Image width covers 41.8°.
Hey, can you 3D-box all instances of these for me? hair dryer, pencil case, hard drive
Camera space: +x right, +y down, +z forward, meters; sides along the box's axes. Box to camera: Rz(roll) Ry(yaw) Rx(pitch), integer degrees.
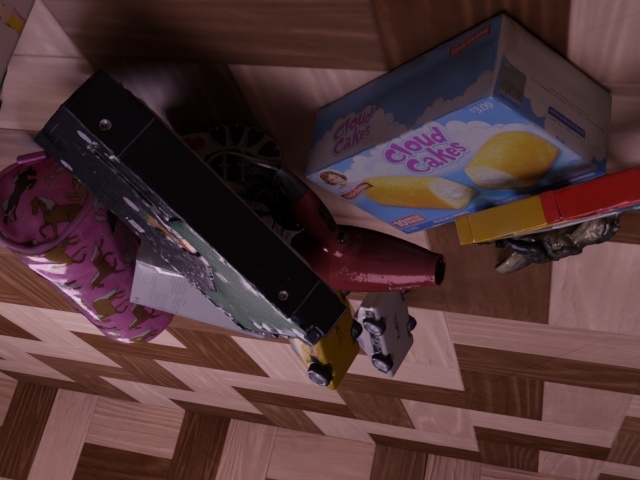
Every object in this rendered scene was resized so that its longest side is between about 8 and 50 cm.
[{"bbox_3d":[0.000,0.000,0.937,0.294,0.080,0.223,18,168,-9],"label":"hair dryer"},{"bbox_3d":[-0.336,0.020,1.245,0.167,0.160,0.386,33,165,22],"label":"pencil case"},{"bbox_3d":[-0.145,-0.024,0.897,0.339,0.064,0.237,45,162,-16],"label":"hard drive"}]

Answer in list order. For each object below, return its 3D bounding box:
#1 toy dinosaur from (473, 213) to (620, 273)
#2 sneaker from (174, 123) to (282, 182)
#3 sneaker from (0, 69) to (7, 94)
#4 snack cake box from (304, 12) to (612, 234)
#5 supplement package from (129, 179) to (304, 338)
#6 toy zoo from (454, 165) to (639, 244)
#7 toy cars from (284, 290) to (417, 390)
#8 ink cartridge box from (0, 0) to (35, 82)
[{"bbox_3d":[0.248,0.002,1.026,0.118,0.064,0.268,13,162,-18],"label":"toy dinosaur"},{"bbox_3d":[-0.123,-0.103,0.999,0.170,0.068,0.071,4,-178,17],"label":"sneaker"},{"bbox_3d":[-0.424,-0.168,0.788,0.123,0.296,0.178,56,139,7],"label":"sneaker"},{"bbox_3d":[0.124,-0.098,0.814,0.152,0.089,0.264,25,155,-29],"label":"snack cake box"},{"bbox_3d":[-0.141,0.021,1.161,0.203,0.149,0.194,17,157,-9],"label":"supplement package"},{"bbox_3d":[0.263,-0.038,0.798,0.293,0.030,0.192,-17,174,39],"label":"toy zoo"},{"bbox_3d":[0.039,0.118,1.222,0.087,0.176,0.394,17,-175,28],"label":"toy cars"},{"bbox_3d":[-0.314,-0.188,0.698,0.115,0.198,0.067,28,153,-32],"label":"ink cartridge box"}]
